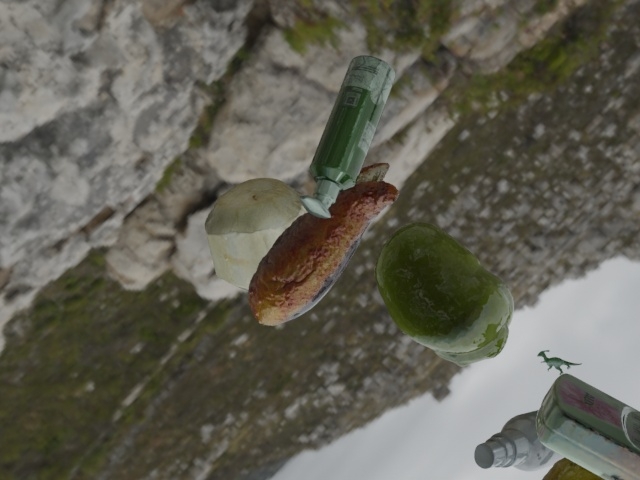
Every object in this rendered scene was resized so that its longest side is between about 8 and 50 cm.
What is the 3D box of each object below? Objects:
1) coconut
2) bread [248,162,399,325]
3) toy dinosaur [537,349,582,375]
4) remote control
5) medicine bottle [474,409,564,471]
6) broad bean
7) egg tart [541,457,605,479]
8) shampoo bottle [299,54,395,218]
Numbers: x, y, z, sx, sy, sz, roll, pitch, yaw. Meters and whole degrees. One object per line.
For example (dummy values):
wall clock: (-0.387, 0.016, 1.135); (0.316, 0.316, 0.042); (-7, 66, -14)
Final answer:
coconut: (-0.106, 0.005, 1.708); (0.202, 0.202, 0.222); (-40, 128, -38)
bread: (-0.003, -0.001, 1.237); (0.269, 0.095, 0.139); (-53, -160, 12)
toy dinosaur: (0.476, 0.241, 1.858); (0.083, 0.062, 0.021); (-10, 132, -26)
remote control: (0.376, 0.241, 0.908); (0.050, 0.344, 0.145); (-65, 167, 14)
medicine bottle: (0.411, 0.388, 1.790); (0.351, 0.110, 0.110); (0, 139, -47)
broad bean: (0.138, 0.062, 1.040); (0.082, 0.174, 0.124); (7, 116, -57)
egg tart: (0.346, 0.308, 1.089); (0.191, 0.074, 0.191); (-17, -170, 3)
shampoo bottle: (0.029, -0.122, 1.110); (0.065, 0.065, 0.205); (111, 0, -74)
